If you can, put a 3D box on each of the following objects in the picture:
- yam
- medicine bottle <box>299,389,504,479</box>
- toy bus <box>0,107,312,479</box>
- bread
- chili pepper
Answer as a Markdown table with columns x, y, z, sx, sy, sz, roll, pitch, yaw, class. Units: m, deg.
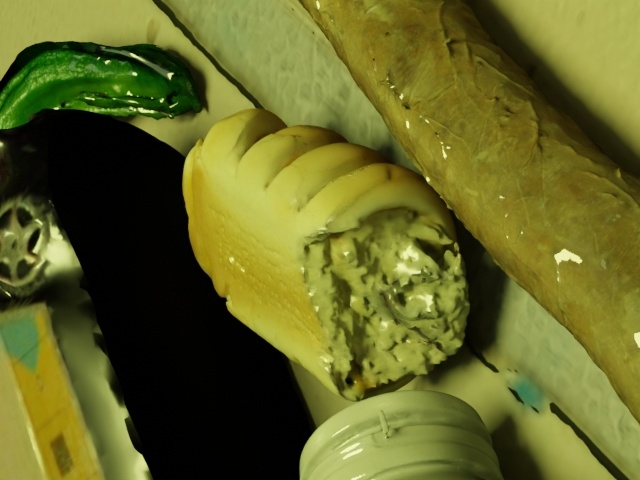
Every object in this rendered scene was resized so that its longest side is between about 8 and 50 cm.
| x | y | z | sx | sy | sz | roll | pitch | yaw | class |
| --- | --- | --- | --- | --- | --- | --- | --- | --- | --- |
| 0.094 | -0.032 | 0.757 | 0.357 | 0.081 | 0.081 | 55 | 129 | 34 | yam |
| 0.055 | 0.176 | 0.749 | 0.135 | 0.135 | 0.215 | -53 | 36 | 35 | medicine bottle |
| -0.107 | 0.127 | 0.900 | 0.162 | 0.171 | 0.386 | -36 | 63 | 28 | toy bus |
| 0.000 | 0.000 | 0.848 | 0.177 | 0.084 | 0.119 | 32 | 138 | 44 | bread |
| -0.175 | -0.034 | 1.068 | 0.279 | 0.065 | 0.122 | -52 | 49 | 30 | chili pepper |
